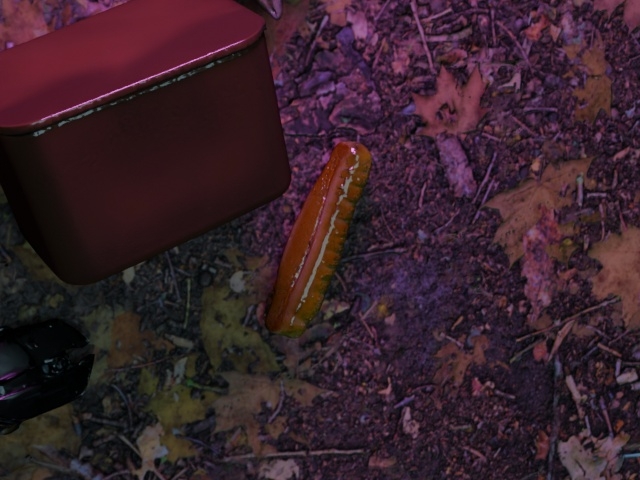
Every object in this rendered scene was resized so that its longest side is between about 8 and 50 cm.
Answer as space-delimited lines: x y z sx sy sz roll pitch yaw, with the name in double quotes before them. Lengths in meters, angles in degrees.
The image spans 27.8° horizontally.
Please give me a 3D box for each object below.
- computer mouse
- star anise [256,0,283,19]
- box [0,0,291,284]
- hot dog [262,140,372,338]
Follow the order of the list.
"computer mouse" -0.402 0.180 1.642 0.241 0.077 0.147 -21 106 -20
"star anise" -0.102 -0.417 1.674 0.198 0.110 0.257 -41 95 12
"box" -0.226 -0.131 1.567 0.339 0.239 0.229 -26 123 -19
"hot dog" 0.001 0.000 1.793 0.068 0.083 0.289 26 86 -43
